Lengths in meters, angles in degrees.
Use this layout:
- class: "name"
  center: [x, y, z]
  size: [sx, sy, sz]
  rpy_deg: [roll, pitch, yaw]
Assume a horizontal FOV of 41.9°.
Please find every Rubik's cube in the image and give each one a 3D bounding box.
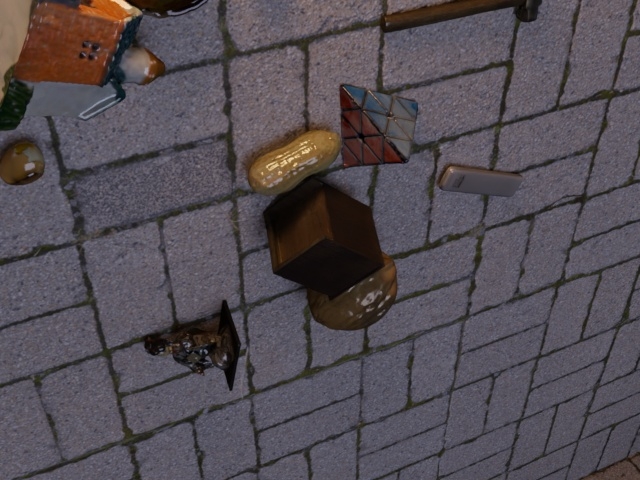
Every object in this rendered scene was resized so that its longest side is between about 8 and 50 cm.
- class: "Rubik's cube"
  center: [0.137, -0.276, 1.766]
  size: [0.178, 0.211, 0.190]
  rpy_deg: [-39, 117, -29]

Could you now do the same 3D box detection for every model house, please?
- class: "model house"
  center: [-0.395, -0.312, 1.333]
  size: [0.301, 0.190, 0.271]
  rpy_deg: [0, 130, -46]

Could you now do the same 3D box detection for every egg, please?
- class: "egg"
  center: [-0.527, -0.133, 1.470]
  size: [0.083, 0.071, 0.071]
  rpy_deg: [-25, 138, 7]

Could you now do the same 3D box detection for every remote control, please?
- class: "remote control"
  center: [0.397, -0.146, 2.065]
  size: [0.261, 0.029, 0.067]
  rpy_deg: [2, 126, -36]

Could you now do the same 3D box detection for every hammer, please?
- class: "hammer"
  center: [0.292, -0.473, 1.699]
  size: [0.366, 0.043, 0.111]
  rpy_deg: [-16, 134, -17]

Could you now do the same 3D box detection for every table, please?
- class: "table"
  center: [0.000, 0.000, 1.813]
  size: [0.172, 0.169, 0.193]
  rpy_deg: [-34, 140, 30]

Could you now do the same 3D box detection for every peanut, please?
- class: "peanut"
  center: [-0.050, -0.160, 1.725]
  size: [0.214, 0.090, 0.098]
  rpy_deg: [-29, 144, -6]

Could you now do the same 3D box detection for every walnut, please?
- class: "walnut"
  center: [0.076, 0.114, 1.974]
  size: [0.245, 0.198, 0.198]
  rpy_deg: [-40, 137, 15]

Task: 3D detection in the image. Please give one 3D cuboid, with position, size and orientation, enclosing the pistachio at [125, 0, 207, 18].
- class: "pistachio"
  center: [-0.232, -0.442, 1.338]
  size: [0.210, 0.130, 0.165]
  rpy_deg: [-34, 134, -13]

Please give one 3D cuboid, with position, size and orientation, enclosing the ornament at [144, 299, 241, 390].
- class: "ornament"
  center: [-0.301, 0.251, 1.910]
  size: [0.196, 0.153, 0.166]
  rpy_deg: [-2, 128, -19]
